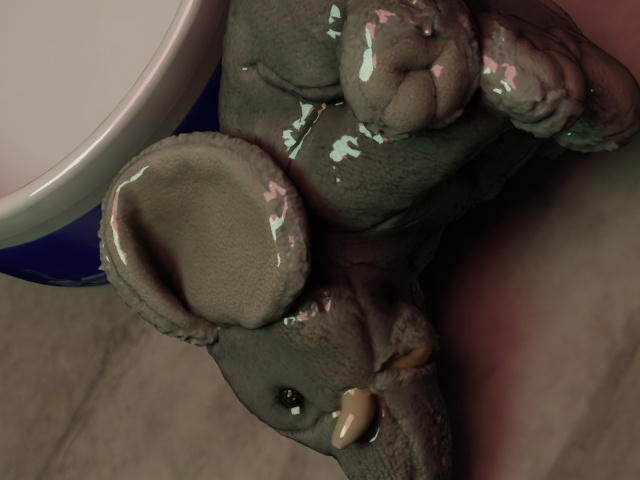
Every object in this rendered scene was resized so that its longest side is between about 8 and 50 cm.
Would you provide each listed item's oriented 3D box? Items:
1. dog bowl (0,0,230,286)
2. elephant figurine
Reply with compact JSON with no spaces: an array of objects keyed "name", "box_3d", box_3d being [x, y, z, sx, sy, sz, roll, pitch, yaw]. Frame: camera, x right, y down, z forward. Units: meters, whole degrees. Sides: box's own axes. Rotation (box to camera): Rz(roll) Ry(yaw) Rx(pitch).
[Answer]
[{"name":"dog bowl","box_3d":[-0.126,-0.115,0.814,0.265,0.104,0.265,-11,68,29]},{"name":"elephant figurine","box_3d":[0.000,0.000,0.674,0.239,0.169,0.186,-59,23,20]}]
